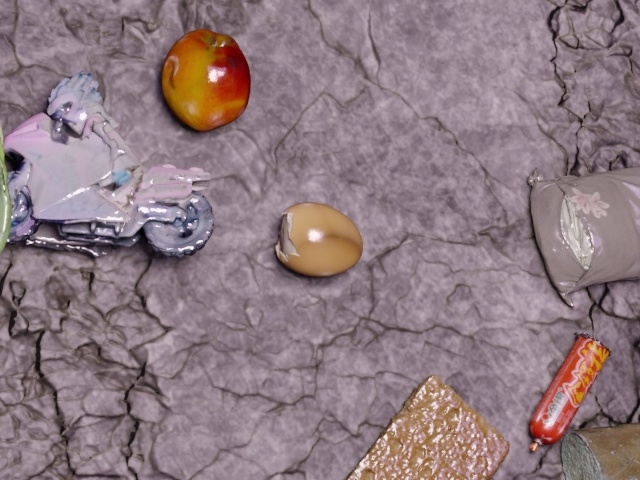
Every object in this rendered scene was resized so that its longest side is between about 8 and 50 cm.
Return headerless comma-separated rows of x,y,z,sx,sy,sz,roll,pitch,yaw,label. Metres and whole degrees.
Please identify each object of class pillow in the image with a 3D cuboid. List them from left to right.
0.370,-0.025,1.515,0.255,0.059,0.169,-11,79,-17,pillow

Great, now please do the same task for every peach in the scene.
-0.124,-0.170,1.390,0.100,0.101,0.101,3,78,-15,peach

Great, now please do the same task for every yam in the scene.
0.401,0.240,1.453,0.259,0.093,0.093,-6,81,-17,yam

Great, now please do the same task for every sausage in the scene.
0.273,0.174,1.454,0.145,0.048,0.050,-55,134,-17,sausage

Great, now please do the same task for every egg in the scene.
0.000,0.000,1.393,0.096,0.080,0.080,7,77,-11,egg

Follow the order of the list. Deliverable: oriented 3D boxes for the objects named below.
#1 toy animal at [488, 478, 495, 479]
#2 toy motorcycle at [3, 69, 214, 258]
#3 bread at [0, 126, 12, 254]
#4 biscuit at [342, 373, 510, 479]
0.223,0.313,1.386,0.098,0.098,0.137,-24,80,-19,toy animal
-0.228,-0.085,1.329,0.239,0.108,0.204,11,67,-23,toy motorcycle
-0.441,-0.046,1.261,0.301,0.045,0.301,-1,76,5,bread
0.096,0.268,1.395,0.131,0.025,0.231,43,72,-3,biscuit
